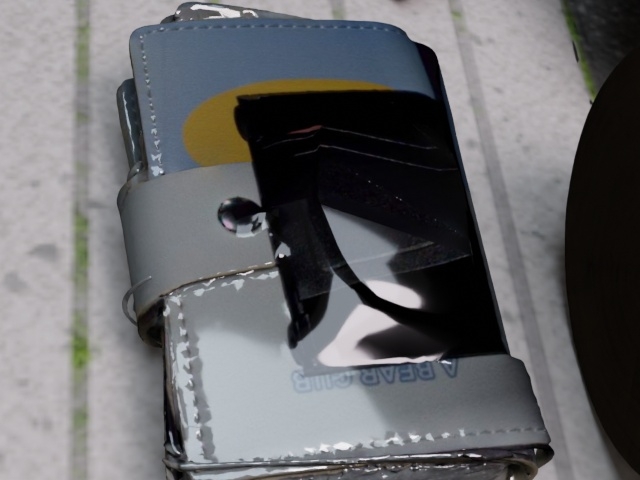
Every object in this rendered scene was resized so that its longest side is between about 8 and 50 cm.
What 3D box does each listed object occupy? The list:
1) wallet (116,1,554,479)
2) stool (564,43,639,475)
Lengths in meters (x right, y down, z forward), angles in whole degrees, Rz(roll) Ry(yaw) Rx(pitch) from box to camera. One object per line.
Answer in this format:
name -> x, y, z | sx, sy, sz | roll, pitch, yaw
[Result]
wallet -> 0.000, 0.000, 0.512 | 0.170, 0.069, 0.230 | 1, 56, -17
stool -> 0.258, 0.006, 0.491 | 0.264, 0.179, 0.179 | -2, 56, -14
